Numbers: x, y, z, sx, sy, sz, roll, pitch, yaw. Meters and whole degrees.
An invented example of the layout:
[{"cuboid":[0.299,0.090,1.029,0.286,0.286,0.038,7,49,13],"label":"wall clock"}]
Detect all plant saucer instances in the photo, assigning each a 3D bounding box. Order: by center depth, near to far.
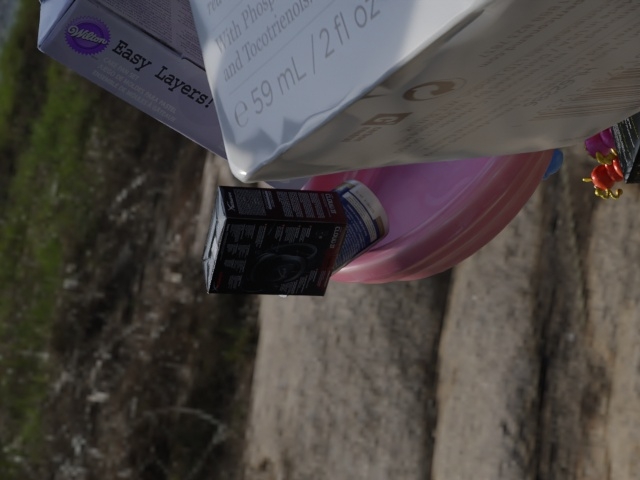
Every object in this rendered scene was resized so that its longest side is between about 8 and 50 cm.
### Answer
[{"cuboid":[0.117,-0.083,1.320,0.332,0.084,0.332,-35,30,24],"label":"plant saucer"}]

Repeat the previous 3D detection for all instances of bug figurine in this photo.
[{"cuboid":[0.371,-0.118,1.692,0.216,0.279,0.072,-37,67,43],"label":"bug figurine"}]

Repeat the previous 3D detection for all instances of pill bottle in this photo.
[{"cuboid":[0.000,0.000,1.206,0.067,0.120,0.067,44,156,25],"label":"pill bottle"}]

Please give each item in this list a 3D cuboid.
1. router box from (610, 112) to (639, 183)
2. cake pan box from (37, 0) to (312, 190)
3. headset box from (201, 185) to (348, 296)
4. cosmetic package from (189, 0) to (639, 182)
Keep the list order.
[{"cuboid":[0.355,-0.173,1.445,0.133,0.046,0.179,91,174,-57],"label":"router box"},{"cuboid":[-0.117,-0.183,1.103,0.070,0.266,0.246,-47,32,23],"label":"cake pan box"},{"cuboid":[-0.025,0.001,0.779,0.032,0.083,0.062,-108,26,-45],"label":"headset box"},{"cuboid":[0.101,-0.282,0.848,0.329,0.327,0.394,-31,71,57],"label":"cosmetic package"}]
